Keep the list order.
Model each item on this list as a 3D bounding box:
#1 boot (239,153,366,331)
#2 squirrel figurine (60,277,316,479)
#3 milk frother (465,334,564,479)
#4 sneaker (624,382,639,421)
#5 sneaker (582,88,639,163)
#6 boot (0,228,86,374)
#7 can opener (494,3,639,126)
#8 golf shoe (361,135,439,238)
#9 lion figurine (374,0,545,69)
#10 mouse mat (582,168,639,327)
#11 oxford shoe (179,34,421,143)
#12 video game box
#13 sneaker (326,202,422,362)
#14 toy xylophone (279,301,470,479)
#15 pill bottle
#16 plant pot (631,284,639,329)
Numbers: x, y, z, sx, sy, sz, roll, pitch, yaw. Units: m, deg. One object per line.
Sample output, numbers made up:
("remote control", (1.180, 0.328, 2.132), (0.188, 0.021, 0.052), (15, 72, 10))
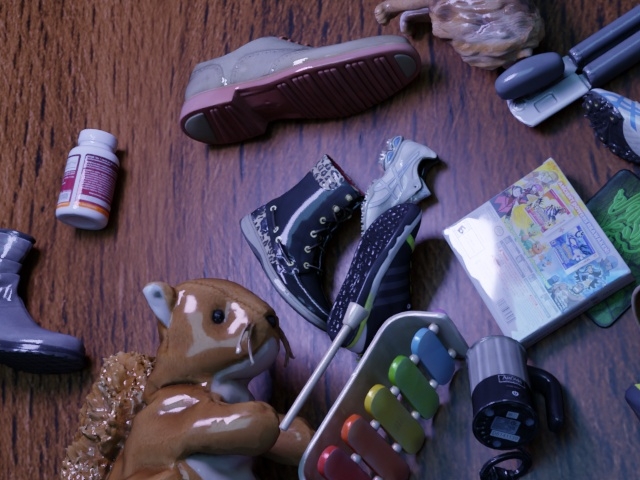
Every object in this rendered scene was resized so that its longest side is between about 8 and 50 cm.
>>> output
("boot", (-0.001, -0.001, 1.720), (0.178, 0.085, 0.236), (-41, 56, 9))
("squirrel figurine", (-0.203, 0.240, 1.584), (0.397, 0.281, 0.370), (-7, 81, 33))
("milk frother", (0.235, 0.226, 1.533), (0.143, 0.129, 0.135), (-52, 17, 29))
("sneaker", (0.424, 0.312, 1.408), (0.121, 0.111, 0.300), (-27, 59, 16))
("sneaker", (0.462, -0.145, 1.597), (0.086, 0.085, 0.237), (-37, 52, -25))
("boot", (-0.504, 0.085, 1.894), (0.338, 0.118, 0.223), (8, 68, 21))
("can opener", (0.386, -0.259, 1.667), (0.280, 0.093, 0.074), (-30, 61, 4))
("golf shoe", (0.115, -0.067, 1.716), (0.086, 0.069, 0.176), (16, 78, 21))
("lion figurine", (0.216, -0.433, 1.766), (0.240, 0.142, 0.392), (-9, 73, 35))
("mouse mat", (0.400, 0.009, 1.596), (0.189, 0.007, 0.152), (-44, 59, 1))
("oxford shoe", (-0.039, -0.270, 1.823), (0.397, 0.140, 0.146), (-10, 59, 17))
("video game box", (0.295, 0.019, 1.607), (0.187, 0.048, 0.205), (-35, 61, 12))
("sneaker", (0.093, 0.060, 1.665), (0.235, 0.097, 0.084), (-62, 26, -2))
("toy xylophone", (0.067, 0.223, 1.527), (0.081, 0.236, 0.323), (18, 75, 38))
("pill bottle", (-0.377, -0.100, 1.925), (0.086, 0.086, 0.152), (1, 70, 23))
("plant pot", (0.550, 0.066, 1.404), (0.254, 0.237, 0.237), (-39, 59, -12))
